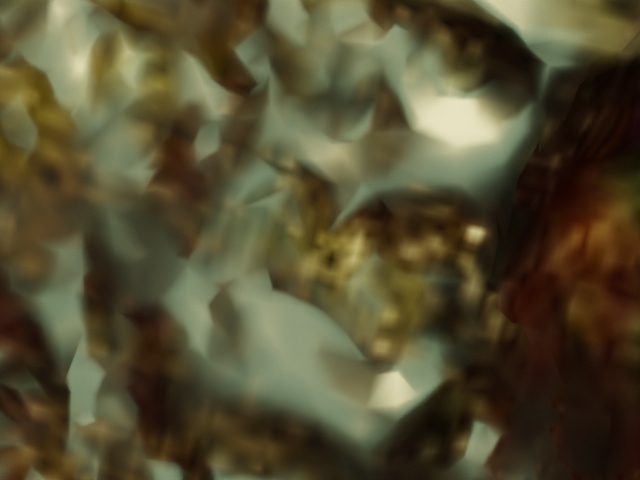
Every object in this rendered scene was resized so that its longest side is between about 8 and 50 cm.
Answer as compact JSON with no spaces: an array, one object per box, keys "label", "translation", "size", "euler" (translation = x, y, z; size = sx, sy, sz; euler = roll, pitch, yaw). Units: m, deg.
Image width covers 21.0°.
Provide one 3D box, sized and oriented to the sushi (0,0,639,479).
[{"label":"sushi","translation":[-0.002,0.002,0.558],"size":[0.281,0.299,0.294],"euler":[13,98,19]}]
